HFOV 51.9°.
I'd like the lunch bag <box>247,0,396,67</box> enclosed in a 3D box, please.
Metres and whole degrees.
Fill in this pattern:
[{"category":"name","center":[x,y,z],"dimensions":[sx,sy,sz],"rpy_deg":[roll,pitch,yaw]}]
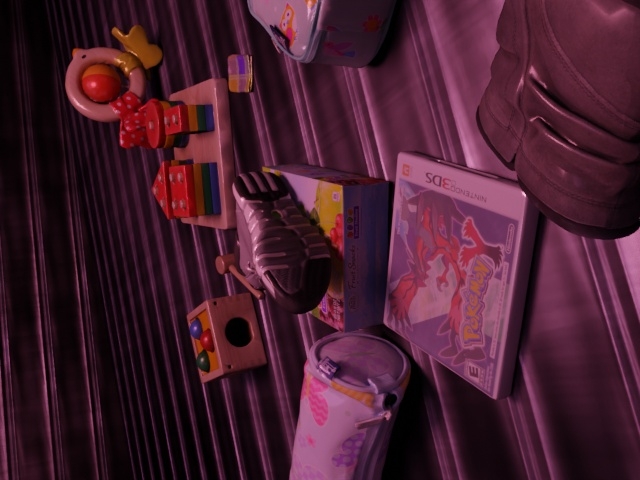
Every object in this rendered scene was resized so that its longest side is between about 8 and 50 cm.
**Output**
[{"category":"lunch bag","center":[0.000,-0.337,0.704],"dimensions":[0.224,0.108,0.279],"rpy_deg":[54,140,40]}]

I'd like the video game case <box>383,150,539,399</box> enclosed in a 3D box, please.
[{"category":"video game case","center":[0.129,0.026,0.651],"dimensions":[0.183,0.023,0.201],"rpy_deg":[30,123,55]}]

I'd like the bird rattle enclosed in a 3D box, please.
[{"category":"bird rattle","center":[-0.432,-0.320,1.399],"dimensions":[0.143,0.207,0.253],"rpy_deg":[166,105,-79]}]

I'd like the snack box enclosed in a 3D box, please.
[{"category":"snack box","center":[0.000,0.000,0.826],"dimensions":[0.207,0.070,0.174],"rpy_deg":[21,115,59]}]

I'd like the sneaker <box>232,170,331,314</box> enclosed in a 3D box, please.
[{"category":"sneaker","center":[-0.052,0.030,0.783],"dimensions":[0.228,0.086,0.132],"rpy_deg":[-114,27,-45]}]

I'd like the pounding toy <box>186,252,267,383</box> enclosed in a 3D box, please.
[{"category":"pounding toy","center":[-0.169,0.127,1.130],"dimensions":[0.181,0.094,0.206],"rpy_deg":[-35,67,58]}]

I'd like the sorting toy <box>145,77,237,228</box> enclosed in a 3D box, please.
[{"category":"sorting toy","center":[-0.250,-0.152,1.211],"dimensions":[0.255,0.089,0.257],"rpy_deg":[8,104,60]}]

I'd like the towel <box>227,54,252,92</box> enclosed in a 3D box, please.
[{"category":"towel","center":[-0.129,-0.266,1.050],"dimensions":[0.083,0.009,0.060],"rpy_deg":[25,117,57]}]

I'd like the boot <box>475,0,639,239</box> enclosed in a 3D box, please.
[{"category":"boot","center":[0.149,-0.179,0.476],"dimensions":[0.222,0.118,0.338],"rpy_deg":[93,169,-51]}]

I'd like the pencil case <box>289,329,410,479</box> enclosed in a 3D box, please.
[{"category":"pencil case","center":[0.031,0.241,0.787],"dimensions":[0.124,0.113,0.273],"rpy_deg":[32,125,36]}]
